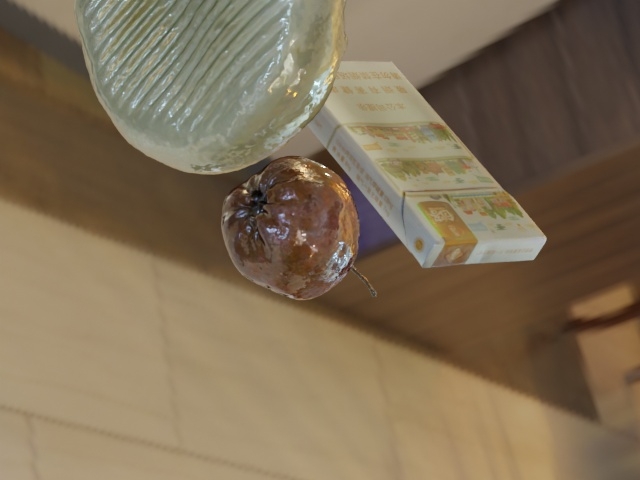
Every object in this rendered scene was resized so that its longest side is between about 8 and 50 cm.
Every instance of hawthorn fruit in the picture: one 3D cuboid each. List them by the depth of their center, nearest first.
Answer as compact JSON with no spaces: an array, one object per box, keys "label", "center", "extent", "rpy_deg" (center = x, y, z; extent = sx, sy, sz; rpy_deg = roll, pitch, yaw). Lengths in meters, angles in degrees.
[{"label":"hawthorn fruit","center":[0.000,0.000,0.895],"extent":[0.103,0.066,0.067],"rpy_deg":[25,49,-44]}]

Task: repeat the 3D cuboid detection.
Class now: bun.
[{"label":"bun","center":[-0.059,-0.152,1.224],"extent":[0.127,0.222,0.222],"rpy_deg":[11,60,-58]}]

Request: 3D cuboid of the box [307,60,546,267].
[{"label":"box","center":[0.066,-0.063,1.445],"extent":[0.122,0.032,0.220],"rpy_deg":[-3,43,-41]}]
